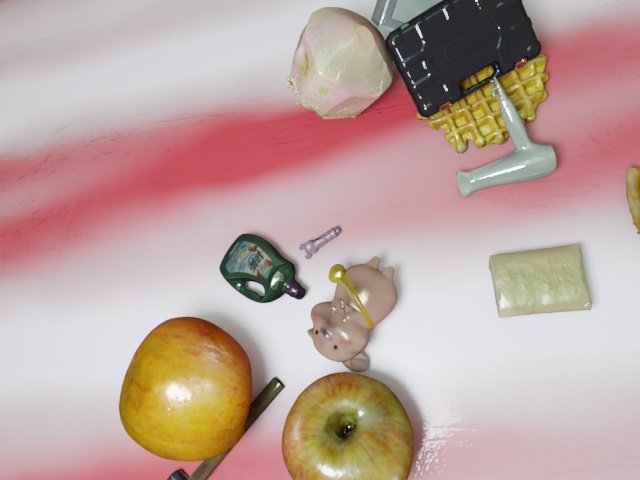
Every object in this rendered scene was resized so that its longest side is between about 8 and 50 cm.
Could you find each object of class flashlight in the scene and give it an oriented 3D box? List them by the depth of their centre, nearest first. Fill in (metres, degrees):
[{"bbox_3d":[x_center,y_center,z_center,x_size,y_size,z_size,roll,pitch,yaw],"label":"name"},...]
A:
[{"bbox_3d":[0.000,0.000,1.139,0.110,0.052,0.031,-34,34,1],"label":"flashlight"}]

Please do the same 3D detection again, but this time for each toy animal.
[{"bbox_3d":[0.072,0.150,1.024,0.165,0.149,0.248,38,98,38],"label":"toy animal"}]

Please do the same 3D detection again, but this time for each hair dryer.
[{"bbox_3d":[0.381,-0.229,1.008,0.206,0.075,0.237,-14,104,19],"label":"hair dryer"}]

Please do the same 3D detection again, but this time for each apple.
[{"bbox_3d":[0.055,0.403,0.920,0.264,0.264,0.264,-4,76,17],"label":"apple"},{"bbox_3d":[-0.279,0.321,1.019,0.275,0.299,0.299,15,82,2],"label":"apple"}]

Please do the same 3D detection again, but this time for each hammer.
[{"bbox_3d":[-0.213,0.474,1.092,0.111,0.043,0.365,40,90,22],"label":"hammer"}]

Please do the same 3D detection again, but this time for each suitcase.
[{"bbox_3d":[0.307,-0.422,1.007,0.285,0.066,0.206,-29,104,10],"label":"suitcase"}]

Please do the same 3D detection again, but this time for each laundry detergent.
[{"bbox_3d":[-0.136,0.088,1.140,0.221,0.078,0.144,35,91,19],"label":"laundry detergent"}]

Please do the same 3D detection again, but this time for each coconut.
[{"bbox_3d":[0.045,-0.405,1.076,0.233,0.245,0.233,3,80,-17],"label":"coconut"}]

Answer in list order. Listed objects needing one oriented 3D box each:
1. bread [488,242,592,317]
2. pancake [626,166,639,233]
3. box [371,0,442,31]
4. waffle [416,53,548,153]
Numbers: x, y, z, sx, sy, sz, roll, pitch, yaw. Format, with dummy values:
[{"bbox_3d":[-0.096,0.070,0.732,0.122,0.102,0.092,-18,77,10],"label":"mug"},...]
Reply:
[{"bbox_3d":[0.449,0.085,0.960,0.178,0.060,0.140,-7,75,16],"label":"bread"},{"bbox_3d":[0.746,-0.046,0.898,0.244,0.057,0.266,-8,74,15],"label":"pancake"},{"bbox_3d":[0.247,-0.527,1.052,0.225,0.129,0.086,8,34,-15],"label":"box"},{"bbox_3d":[0.374,-0.352,1.085,0.283,0.065,0.309,24,85,21],"label":"waffle"}]
